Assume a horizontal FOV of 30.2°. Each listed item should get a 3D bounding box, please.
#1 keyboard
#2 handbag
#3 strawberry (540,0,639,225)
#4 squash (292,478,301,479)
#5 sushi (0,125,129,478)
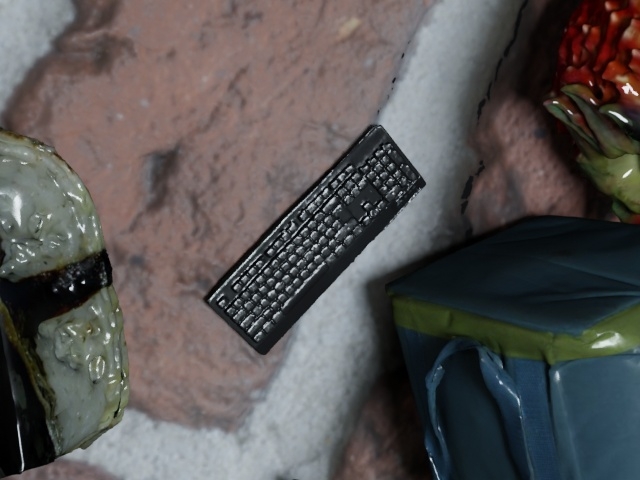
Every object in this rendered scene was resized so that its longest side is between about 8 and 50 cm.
[{"bbox_3d":[0.001,0.000,0.939,0.196,0.015,0.074,-46,113,-7],"label":"keyboard"},{"bbox_3d":[0.198,0.124,0.908,0.222,0.263,0.241,-26,112,-33],"label":"handbag"},{"bbox_3d":[0.287,-0.169,0.967,0.306,0.137,0.233,-57,141,-16],"label":"strawberry"},{"bbox_3d":[-0.055,0.370,0.939,0.118,0.118,0.371,21,88,-24],"label":"squash"},{"bbox_3d":[-0.196,0.025,0.823,0.109,0.134,0.273,-7,88,-34],"label":"sushi"}]
